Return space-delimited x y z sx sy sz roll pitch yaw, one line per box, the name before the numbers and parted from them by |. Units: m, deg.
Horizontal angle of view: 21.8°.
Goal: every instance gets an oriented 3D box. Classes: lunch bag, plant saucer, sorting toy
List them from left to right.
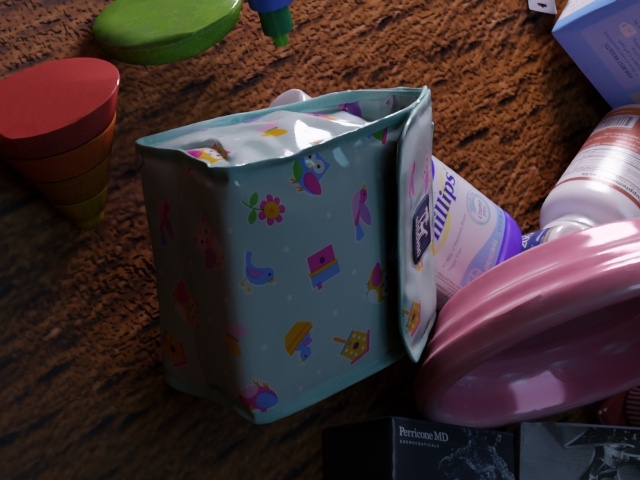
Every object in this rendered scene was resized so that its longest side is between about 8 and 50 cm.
sorting toy | -0.129 -0.130 1.385 0.365 0.127 0.126 -44 131 -38
lunch bag | 0.000 0.000 1.363 0.262 0.160 0.223 -17 113 -35
plant saucer | 0.235 0.071 1.493 0.332 0.332 0.084 2 61 -41

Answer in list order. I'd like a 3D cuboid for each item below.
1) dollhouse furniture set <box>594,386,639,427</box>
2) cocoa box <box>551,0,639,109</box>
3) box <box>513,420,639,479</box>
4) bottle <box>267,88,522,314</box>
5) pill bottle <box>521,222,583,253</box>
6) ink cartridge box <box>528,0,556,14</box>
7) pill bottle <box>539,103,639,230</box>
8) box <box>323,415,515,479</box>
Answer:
dollhouse furniture set | 0.469 0.279 1.732 0.152 0.201 0.374 -45 115 -40
cocoa box | 0.466 -0.204 1.817 0.347 0.231 0.228 48 47 -17
box | 0.272 0.292 1.571 0.183 0.056 0.231 5 71 -1
bottle | 0.063 -0.036 1.517 0.283 0.092 0.118 36 59 -29
pill bottle | 0.203 0.027 1.606 0.067 0.120 0.067 14 69 -39
ink cartridge box | 0.245 -0.290 1.797 0.048 0.028 0.083 3 77 -41
pill bottle | 0.300 -0.035 1.712 0.121 0.121 0.216 53 50 -17
box | 0.090 0.244 1.464 0.156 0.093 0.158 13 69 -39
